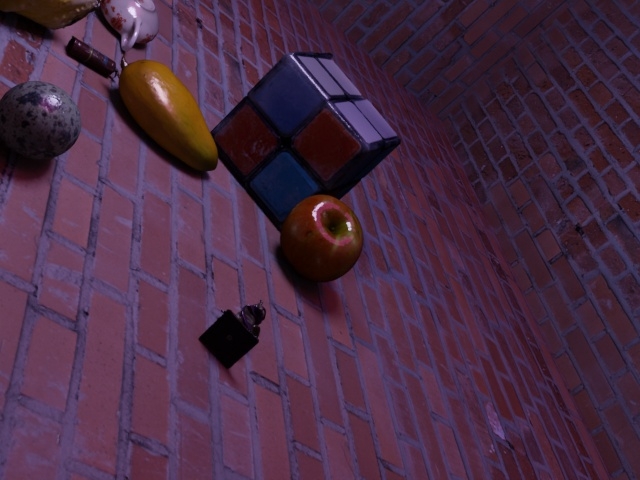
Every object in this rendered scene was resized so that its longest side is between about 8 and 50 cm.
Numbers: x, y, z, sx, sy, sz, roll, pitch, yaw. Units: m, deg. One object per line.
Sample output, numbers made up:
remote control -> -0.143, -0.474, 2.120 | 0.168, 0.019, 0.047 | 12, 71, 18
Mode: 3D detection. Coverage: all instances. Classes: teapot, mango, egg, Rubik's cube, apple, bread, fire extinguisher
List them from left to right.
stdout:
egg -> -0.477, -0.205, 1.414 | 0.132, 0.132, 0.172 | 50, 10, 3
bread -> -0.573, -0.534, 1.721 | 0.170, 0.197, 0.197 | 34, 24, -57
fire extinguisher -> -0.496, -0.399, 1.822 | 0.132, 0.039, 0.056 | 28, 39, -41
teapot -> -0.473, -0.557, 2.055 | 0.159, 0.116, 0.245 | 46, 25, -37
mango -> -0.336, -0.280, 1.836 | 0.317, 0.119, 0.176 | 54, 18, -11
Rubik's cube -> -0.032, -0.255, 2.079 | 0.313, 0.318, 0.316 | 50, 23, 5
apple -> 0.000, 0.000, 1.903 | 0.196, 0.196, 0.196 | 40, 24, -21

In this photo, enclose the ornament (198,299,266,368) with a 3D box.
ornament -> -0.138, 0.147, 1.536 | 0.088, 0.081, 0.203 | 49, 22, -1
